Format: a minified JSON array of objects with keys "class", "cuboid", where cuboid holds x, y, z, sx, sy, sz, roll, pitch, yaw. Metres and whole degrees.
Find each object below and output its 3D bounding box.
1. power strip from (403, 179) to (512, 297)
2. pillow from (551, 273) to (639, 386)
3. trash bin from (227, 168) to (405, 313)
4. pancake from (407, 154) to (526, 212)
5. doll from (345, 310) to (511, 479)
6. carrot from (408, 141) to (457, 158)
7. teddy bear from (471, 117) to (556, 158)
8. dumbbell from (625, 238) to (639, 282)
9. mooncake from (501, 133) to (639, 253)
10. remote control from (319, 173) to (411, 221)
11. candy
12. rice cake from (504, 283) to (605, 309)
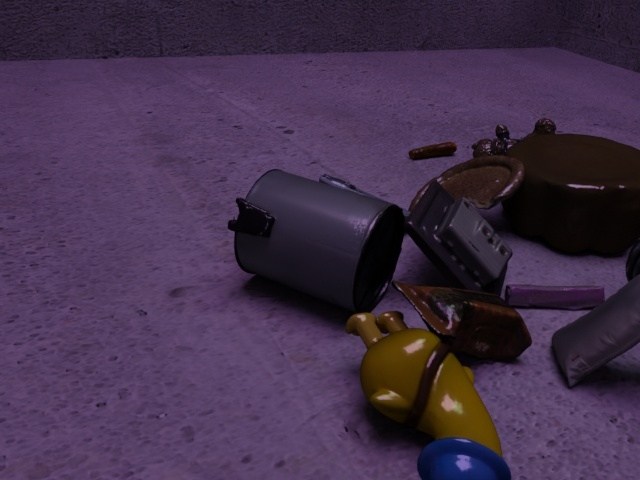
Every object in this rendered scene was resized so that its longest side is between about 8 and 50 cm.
[{"class":"power strip","cuboid":[0.301,-0.001,1.280,0.257,0.092,0.251,48,40,-5]},{"class":"pillow","cuboid":[0.498,0.131,1.053,0.078,0.254,0.144,42,27,-4]},{"class":"trash bin","cuboid":[0.000,0.000,1.214,0.262,0.217,0.277,19,5,24]},{"class":"pancake","cuboid":[0.342,-0.116,1.512,0.286,0.033,0.288,-42,25,-20]},{"class":"doll","cuboid":[0.164,0.227,0.907,0.199,0.145,0.363,-4,36,-25]},{"class":"carrot","cuboid":[0.351,-0.279,1.972,0.170,0.042,0.042,-13,33,-25]},{"class":"teddy bear","cuboid":[0.582,-0.260,1.882,0.251,0.129,0.182,-8,48,13]},{"class":"dumbbell","cuboid":[0.669,0.116,1.147,0.179,0.179,0.406,11,29,12]},{"class":"mooncake","cuboid":[0.636,-0.117,1.566,0.378,0.201,0.378,0,29,0]},{"class":"remote control","cuboid":[0.107,-0.094,1.508,0.247,0.052,0.104,24,10,3]},{"class":"candy","cuboid":[0.240,0.132,1.052,0.271,0.101,0.143,19,18,-38]},{"class":"rice cake","cuboid":[0.471,0.110,1.264,0.206,0.047,0.036,3,22,-6]}]
